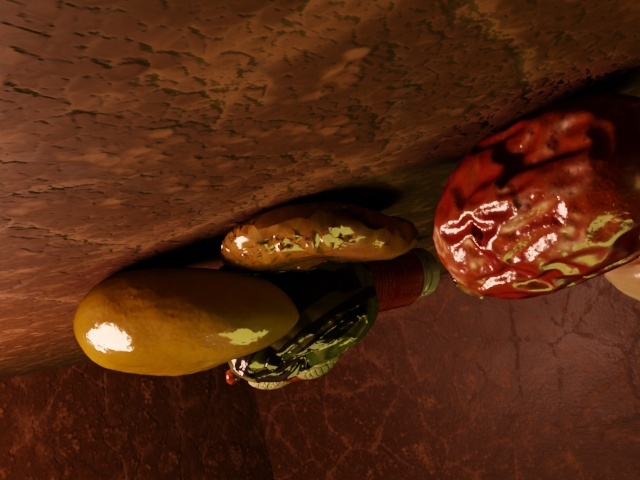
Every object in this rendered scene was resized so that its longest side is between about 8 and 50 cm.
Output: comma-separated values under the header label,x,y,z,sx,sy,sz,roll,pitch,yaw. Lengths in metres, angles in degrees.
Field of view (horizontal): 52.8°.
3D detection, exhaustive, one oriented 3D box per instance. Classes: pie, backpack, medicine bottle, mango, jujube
label,x,y,z,sx,sy,sz,roll,pitch,yaw
pie,-0.001,0.001,0.836,0.273,0.069,0.273,-5,172,-1
backpack,-0.039,0.097,0.991,0.253,0.207,0.140,-22,158,4
medicine bottle,0.123,0.076,1.296,0.250,0.131,0.131,-7,168,-43
mango,-0.202,0.105,0.877,0.331,0.142,0.195,-16,152,36
jujube,0.217,-0.038,0.620,0.174,0.174,0.250,-9,167,-31

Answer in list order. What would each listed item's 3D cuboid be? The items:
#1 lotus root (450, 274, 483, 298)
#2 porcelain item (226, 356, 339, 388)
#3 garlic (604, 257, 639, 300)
label,x,y,z,sx,sy,sz,roll,pitch,yaw
lotus root,0.363,-0.003,1.122,0.309,0.173,0.173,-19,170,29
porcelain item,-0.092,0.183,1.212,0.252,0.253,0.253,-14,171,-2
garlic,0.670,-0.015,1.257,0.312,0.249,0.286,-18,127,12
